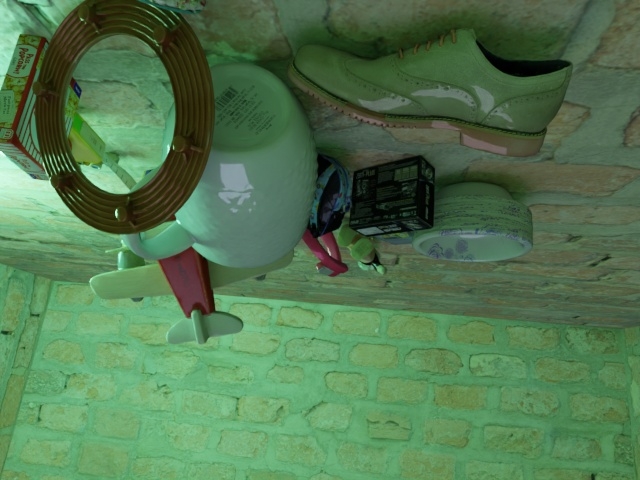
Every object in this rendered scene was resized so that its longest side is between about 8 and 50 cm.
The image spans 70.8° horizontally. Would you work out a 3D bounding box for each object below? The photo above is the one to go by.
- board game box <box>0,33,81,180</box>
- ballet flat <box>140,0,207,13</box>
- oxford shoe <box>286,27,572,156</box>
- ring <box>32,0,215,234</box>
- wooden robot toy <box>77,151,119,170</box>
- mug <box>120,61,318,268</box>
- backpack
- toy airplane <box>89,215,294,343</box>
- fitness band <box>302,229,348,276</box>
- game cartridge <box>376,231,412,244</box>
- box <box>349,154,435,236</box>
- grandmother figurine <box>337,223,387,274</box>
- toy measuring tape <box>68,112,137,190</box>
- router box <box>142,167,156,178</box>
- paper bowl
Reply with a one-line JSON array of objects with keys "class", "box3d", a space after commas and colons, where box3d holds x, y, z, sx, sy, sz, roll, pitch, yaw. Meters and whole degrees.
[{"class": "board game box", "box3d": [-0.480, -0.219, 0.766, 0.045, 0.194, 0.147, 7, 164, -3]}, {"class": "ballet flat", "box3d": [-0.248, -0.332, 0.515, 0.240, 0.091, 0.077, 8, 139, -20]}, {"class": "oxford shoe", "box3d": [0.151, -0.243, 0.650, 0.396, 0.141, 0.147, 11, 132, -2]}, {"class": "ring", "box3d": [-0.292, -0.175, 0.626, 0.336, 0.337, 0.032, -2, -175, 25]}, {"class": "wooden robot toy", "box3d": [-0.593, -0.188, 1.108, 0.173, 0.079, 0.076, 11, 163, -15]}, {"class": "mug", "box3d": [-0.173, -0.103, 0.780, 0.276, 0.374, 0.328, 47, 159, 12]}, {"class": "backpack", "box3d": [0.001, -0.118, 1.026, 0.116, 0.158, 0.173, -19, 141, -46]}, {"class": "toy airplane", "box3d": [-0.313, 0.061, 1.116, 0.385, 0.272, 0.384, 30, 112, -21]}, {"class": "fitness band", "box3d": [0.000, 0.000, 1.311, 0.054, 0.209, 0.291, -28, 161, 12]}, {"class": "game cartridge", "box3d": [0.231, -0.051, 1.334, 0.195, 0.060, 0.294, -1, 162, 36]}, {"class": "box", "box3d": [0.163, -0.096, 1.033, 0.180, 0.148, 0.077, -8, 158, 38]}, {"class": "grandmother figurine", "box3d": [0.152, 0.040, 1.542, 0.104, 0.208, 0.342, -39, 165, 4]}, {"class": "toy measuring tape", "box3d": [-0.519, -0.178, 0.964, 0.121, 0.122, 0.330, -2, 142, 24]}, {"class": "router box", "box3d": [-0.276, -0.095, 1.193, 0.242, 0.081, 0.309, -9, 151, 21]}, {"class": "paper bowl", "box3d": [0.374, -0.046, 1.126, 0.283, 0.148, 0.284, 5, 163, 1]}]
